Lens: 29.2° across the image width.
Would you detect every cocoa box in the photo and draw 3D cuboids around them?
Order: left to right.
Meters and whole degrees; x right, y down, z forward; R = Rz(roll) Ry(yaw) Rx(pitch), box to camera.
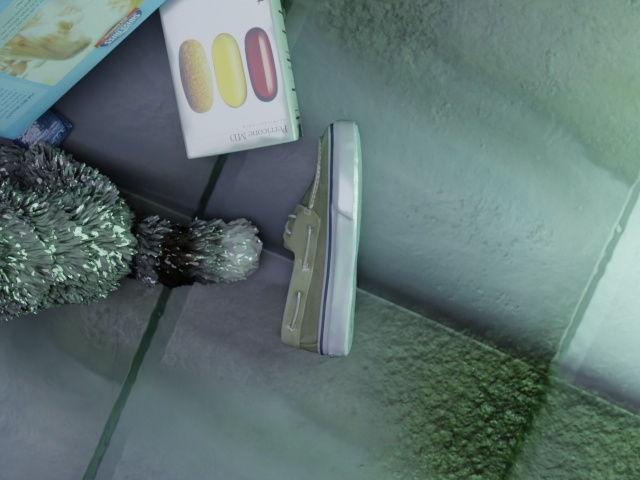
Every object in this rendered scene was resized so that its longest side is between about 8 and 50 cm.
[{"bbox_3d":[-0.350,-0.313,1.368,0.347,0.231,0.228,-38,68,21],"label":"cocoa box"}]

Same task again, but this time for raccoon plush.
[{"bbox_3d":[-0.304,0.005,1.430,0.446,0.299,0.216,-6,105,4],"label":"raccoon plush"}]

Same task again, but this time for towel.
[{"bbox_3d":[-0.381,-0.159,1.565,0.119,0.029,0.067,41,97,-3],"label":"towel"}]

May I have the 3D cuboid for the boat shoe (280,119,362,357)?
[{"bbox_3d":[0.000,0.000,1.526,0.094,0.109,0.302,4,100,4],"label":"boat shoe"}]

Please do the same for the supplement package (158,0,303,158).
[{"bbox_3d":[-0.109,-0.231,1.489,0.139,0.134,0.244,-10,96,5],"label":"supplement package"}]
